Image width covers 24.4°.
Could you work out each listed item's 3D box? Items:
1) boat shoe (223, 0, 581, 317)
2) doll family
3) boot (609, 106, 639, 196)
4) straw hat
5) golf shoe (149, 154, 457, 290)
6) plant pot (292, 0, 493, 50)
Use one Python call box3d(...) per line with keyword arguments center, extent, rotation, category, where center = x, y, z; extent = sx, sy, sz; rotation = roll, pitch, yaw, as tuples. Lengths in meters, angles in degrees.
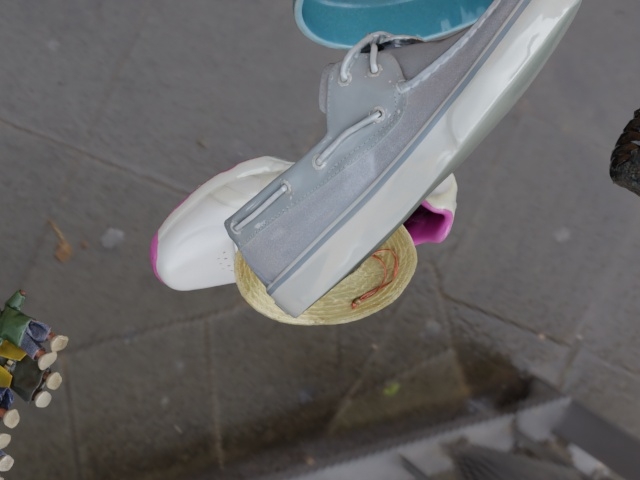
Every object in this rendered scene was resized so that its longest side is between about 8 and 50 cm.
box3d(center=(0.029, -0.056, 0.722), extent=(0.081, 0.079, 0.227), rotation=(45, 121, 4), category="boat shoe")
box3d(center=(-0.311, 0.138, 1.361), extent=(0.193, 0.111, 0.076), rotation=(-59, 159, -12), category="doll family")
box3d(center=(0.308, 0.026, 1.024), extent=(0.260, 0.131, 0.348), rotation=(47, 39, -16), category="boot")
box3d(center=(0.000, 0.000, 1.166), extent=(0.144, 0.061, 0.144), rotation=(-5, 133, -6), category="straw hat")
box3d(center=(-0.015, -0.014, 1.394), extent=(0.306, 0.140, 0.115), rotation=(-23, 133, 3), category="golf shoe")
box3d(center=(0.068, -0.356, 1.390), extent=(0.271, 0.271, 0.255), rotation=(-10, 71, -26), category="plant pot")
